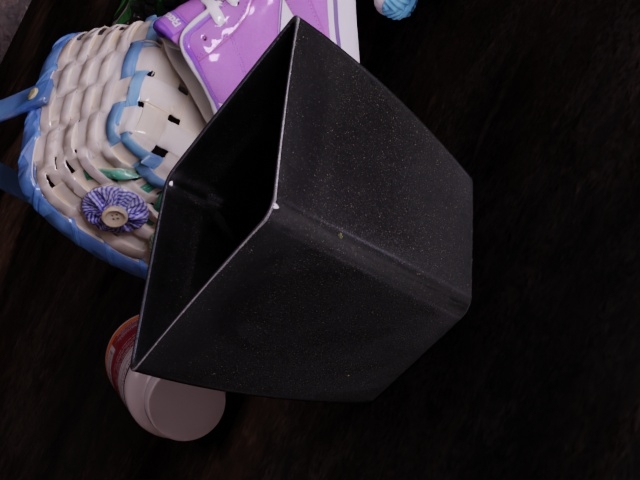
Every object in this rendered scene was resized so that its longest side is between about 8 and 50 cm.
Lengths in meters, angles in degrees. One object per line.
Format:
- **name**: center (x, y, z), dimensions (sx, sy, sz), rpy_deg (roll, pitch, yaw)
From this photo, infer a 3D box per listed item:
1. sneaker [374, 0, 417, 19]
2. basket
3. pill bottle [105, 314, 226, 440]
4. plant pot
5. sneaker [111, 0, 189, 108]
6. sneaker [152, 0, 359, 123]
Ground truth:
- **sneaker**: center (0.051, -0.279, 1.420), dimensions (0.087, 0.092, 0.228), rpy_deg (105, 169, -59)
- **basket**: center (-0.175, -0.070, 1.551), dimensions (0.289, 0.255, 0.201), rpy_deg (-17, 51, 50)
- **pill bottle**: center (-0.128, 0.117, 1.452), dimensions (0.086, 0.086, 0.152), rpy_deg (-64, 20, 3)
- **plant pot**: center (0.000, 0.000, 1.147), dimensions (0.188, 0.167, 0.187), rpy_deg (-48, 26, 40)
- **sneaker**: center (-0.166, -0.295, 1.977), dimensions (0.343, 0.134, 0.146), rpy_deg (-43, 28, 47)
- **sneaker**: center (-0.058, -0.222, 1.393), dimensions (0.102, 0.161, 0.282), rpy_deg (-164, 67, -72)
